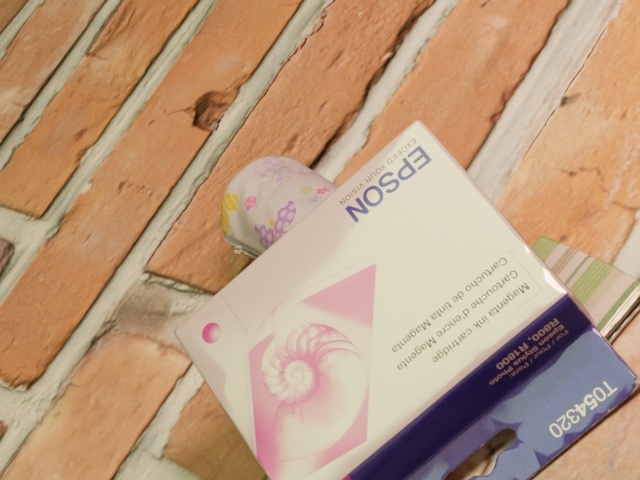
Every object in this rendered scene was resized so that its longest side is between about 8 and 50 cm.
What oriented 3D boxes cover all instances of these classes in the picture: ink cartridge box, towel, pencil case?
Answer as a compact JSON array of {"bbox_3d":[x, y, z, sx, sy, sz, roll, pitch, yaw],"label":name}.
[{"bbox_3d":[0.070,0.106,1.387,0.324,0.071,0.330,-41,60,5],"label":"ink cartridge box"},{"bbox_3d":[0.231,0.062,1.423,0.113,0.023,0.152,-48,37,-8],"label":"towel"},{"bbox_3d":[0.000,0.000,1.599,0.124,0.113,0.273,-37,37,-18],"label":"pencil case"}]
